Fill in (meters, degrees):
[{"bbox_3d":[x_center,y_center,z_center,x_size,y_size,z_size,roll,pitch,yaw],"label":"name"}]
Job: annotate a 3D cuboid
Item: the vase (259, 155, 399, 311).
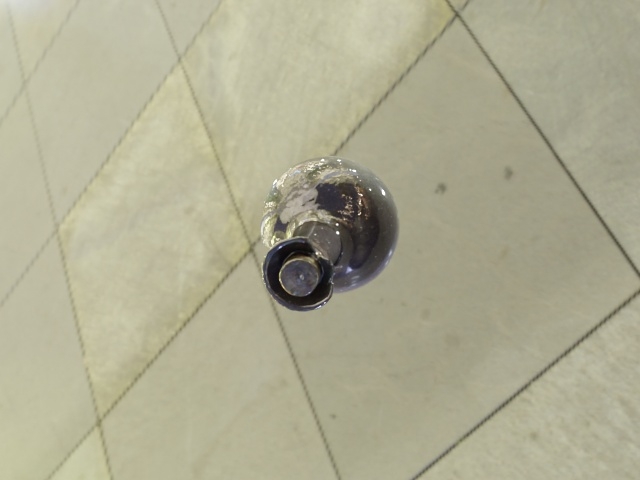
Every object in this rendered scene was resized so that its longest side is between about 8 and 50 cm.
[{"bbox_3d":[0.000,0.000,0.785,0.120,0.120,0.183,-56,1,20],"label":"vase"}]
